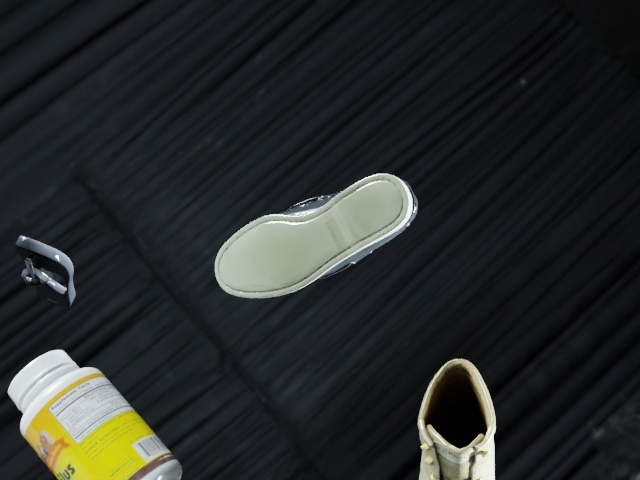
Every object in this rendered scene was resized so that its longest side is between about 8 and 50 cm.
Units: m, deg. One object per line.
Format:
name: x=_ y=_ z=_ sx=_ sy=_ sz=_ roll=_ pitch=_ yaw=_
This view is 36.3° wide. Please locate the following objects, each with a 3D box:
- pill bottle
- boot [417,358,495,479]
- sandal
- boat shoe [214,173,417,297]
pill bottle: x=-0.272 y=0.233 z=1.155 sx=0.215 sy=0.117 sz=0.117 roll=45 pitch=-12 yaw=16
boot: x=0.150 y=0.286 z=1.085 sx=0.095 sy=0.262 sz=0.203 roll=5 pitch=-35 yaw=11
sandal: x=-0.496 y=0.071 z=1.773 sx=0.097 sy=0.054 sz=0.254 roll=17 pitch=-28 yaw=8
boat shoe: x=-0.001 y=-0.004 z=1.493 sx=0.127 sy=0.340 sz=0.113 roll=65 pitch=21 yaw=11
